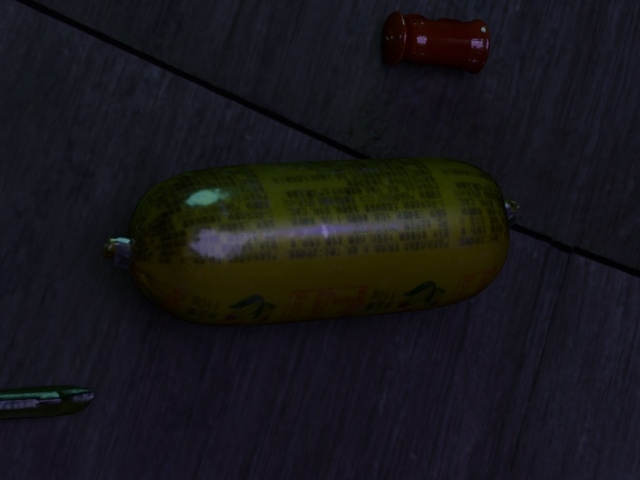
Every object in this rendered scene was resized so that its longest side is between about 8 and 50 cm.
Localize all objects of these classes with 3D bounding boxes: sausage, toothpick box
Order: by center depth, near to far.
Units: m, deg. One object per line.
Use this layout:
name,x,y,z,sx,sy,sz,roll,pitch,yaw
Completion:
sausage,0.000,0.000,1.471,0.347,0.123,0.123,-4,84,-23
toothpick box,0.093,-0.163,1.579,0.083,0.047,0.047,4,80,-22

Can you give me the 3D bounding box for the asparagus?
asparagus,-0.279,0.114,1.384,0.236,0.027,0.034,5,75,-22
